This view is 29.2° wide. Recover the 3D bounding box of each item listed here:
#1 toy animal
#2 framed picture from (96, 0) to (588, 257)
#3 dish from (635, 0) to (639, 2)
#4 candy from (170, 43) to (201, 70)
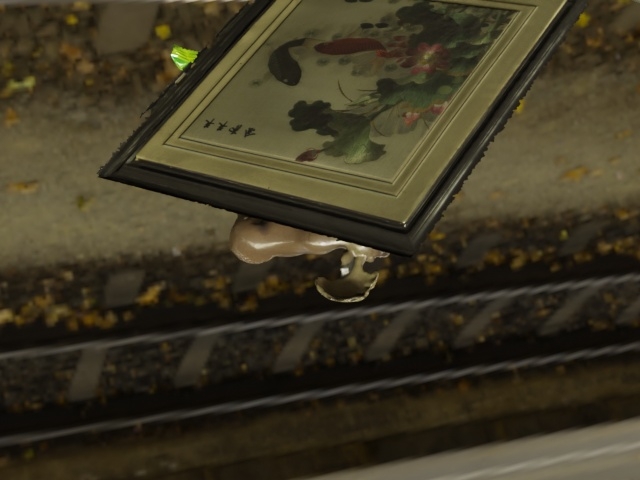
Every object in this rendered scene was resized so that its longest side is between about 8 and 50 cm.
[{"bbox_3d":[0.000,0.000,1.365,0.214,0.094,0.186,-6,-159,11],"label":"toy animal"},{"bbox_3d":[0.011,-0.080,0.624,0.195,0.199,0.010,15,143,34],"label":"framed picture"},{"bbox_3d":[0.449,-0.398,1.405,0.324,0.124,0.324,3,119,5],"label":"dish"},{"bbox_3d":[-0.109,-0.205,1.523,0.102,0.032,0.178,14,180,17],"label":"candy"}]
